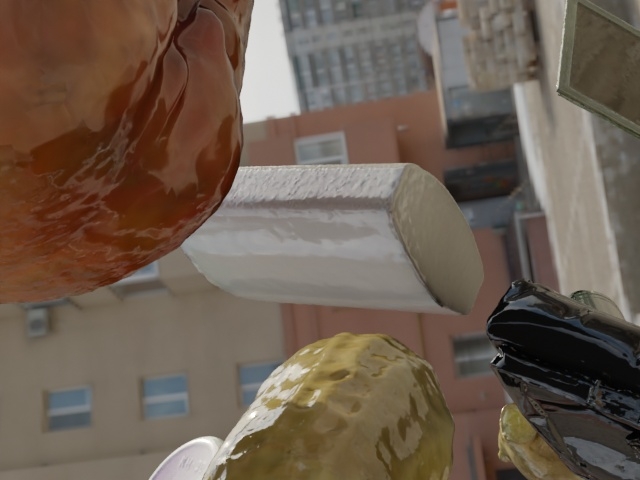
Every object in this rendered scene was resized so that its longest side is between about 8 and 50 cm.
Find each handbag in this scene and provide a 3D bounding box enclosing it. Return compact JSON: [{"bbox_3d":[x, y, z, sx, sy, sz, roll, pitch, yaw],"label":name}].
[{"bbox_3d":[0.271,0.151,0.901,0.088,0.244,0.275,-56,-41,-17],"label":"handbag"}]

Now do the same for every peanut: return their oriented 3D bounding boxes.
[{"bbox_3d":[-0.002,0.177,0.740,0.340,0.158,0.174,-40,-31,-65],"label":"peanut"}]

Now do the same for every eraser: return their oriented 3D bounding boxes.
[{"bbox_3d":[0.000,0.000,1.041,0.174,0.270,0.095,52,-129,-40],"label":"eraser"}]

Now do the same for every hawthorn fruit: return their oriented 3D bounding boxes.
[{"bbox_3d":[-0.278,-0.153,0.758,0.472,0.472,0.471,-8,-90,-83],"label":"hawthorn fruit"}]

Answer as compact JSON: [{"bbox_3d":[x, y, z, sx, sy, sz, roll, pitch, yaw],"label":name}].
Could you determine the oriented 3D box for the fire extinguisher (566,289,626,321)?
[{"bbox_3d":[0.349,0.135,1.351,0.311,0.114,0.095,-39,-48,-77],"label":"fire extinguisher"}]

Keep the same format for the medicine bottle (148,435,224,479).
[{"bbox_3d":[-0.100,0.413,1.501,0.293,0.170,0.170,47,-157,-24],"label":"medicine bottle"}]

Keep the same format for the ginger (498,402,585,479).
[{"bbox_3d":[0.375,0.320,1.215,0.122,0.348,0.363,-48,-43,-50],"label":"ginger"}]

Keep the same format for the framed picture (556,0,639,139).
[{"bbox_3d":[0.432,-0.190,1.417,0.018,0.293,0.231,-55,12,44],"label":"framed picture"}]
